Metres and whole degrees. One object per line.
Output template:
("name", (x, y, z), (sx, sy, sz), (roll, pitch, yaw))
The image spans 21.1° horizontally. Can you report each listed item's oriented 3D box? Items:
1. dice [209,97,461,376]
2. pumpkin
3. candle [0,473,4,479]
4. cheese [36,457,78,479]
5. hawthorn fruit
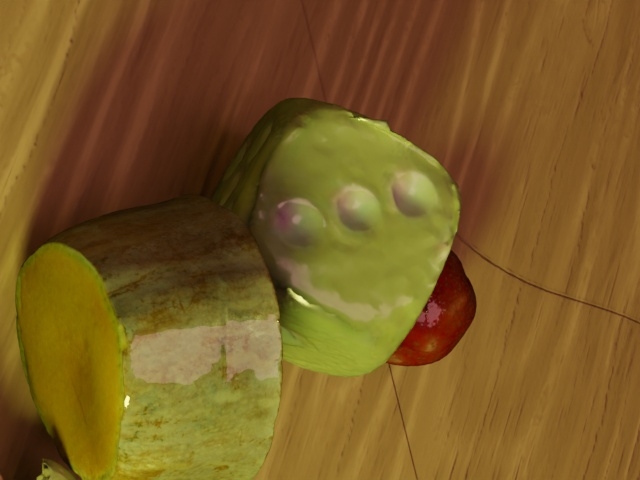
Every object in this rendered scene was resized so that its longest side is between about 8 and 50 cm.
("dice", (0.000, 0.000, 1.997), (0.252, 0.254, 0.249), (29, 72, -12))
("pumpkin", (-0.200, 0.116, 1.839), (0.199, 0.332, 0.332), (-4, 92, -28))
("candle", (-0.424, 0.376, 1.745), (0.317, 0.131, 0.287), (-48, 121, -30))
("cheese", (-0.273, 0.320, 1.902), (0.235, 0.127, 0.049), (40, 27, -45))
("hawthorn fruit", (0.104, 0.085, 2.203), (0.188, 0.169, 0.169), (-32, 110, -33))
